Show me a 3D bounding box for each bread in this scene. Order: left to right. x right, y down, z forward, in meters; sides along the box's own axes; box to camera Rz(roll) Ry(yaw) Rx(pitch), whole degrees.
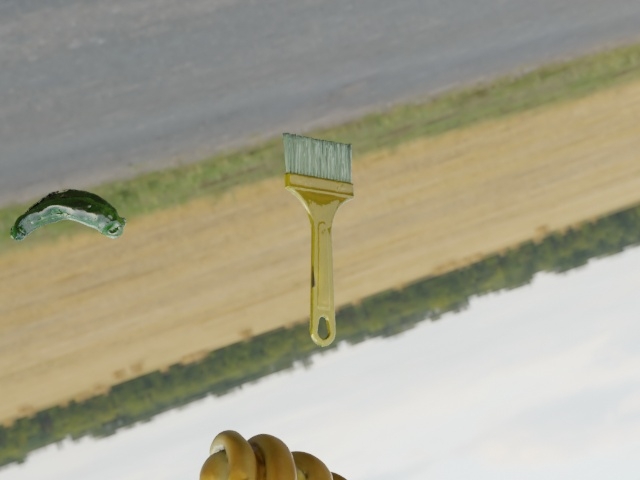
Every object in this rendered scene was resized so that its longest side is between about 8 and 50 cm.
[{"bbox_3d":[-0.005,0.330,1.427,0.121,0.173,0.311,-32,127,28],"label":"bread"}]

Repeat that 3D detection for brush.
[{"bbox_3d":[0.000,0.000,1.239,0.083,0.205,0.011,8,165,-38],"label":"brush"}]

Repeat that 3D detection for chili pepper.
[{"bbox_3d":[-0.257,-0.028,1.318,0.118,0.055,0.035,-1,158,-16],"label":"chili pepper"}]
